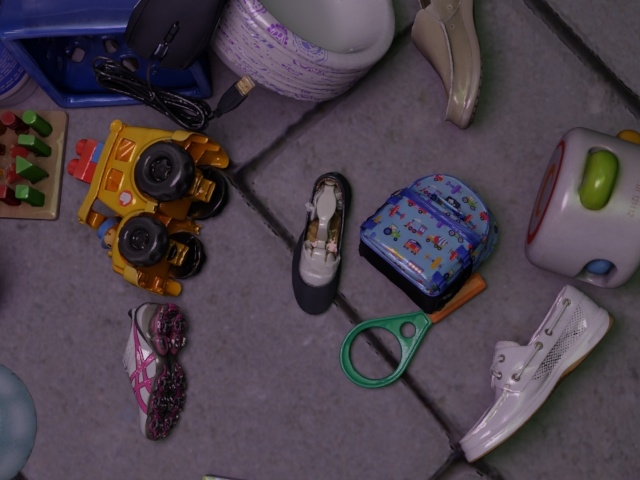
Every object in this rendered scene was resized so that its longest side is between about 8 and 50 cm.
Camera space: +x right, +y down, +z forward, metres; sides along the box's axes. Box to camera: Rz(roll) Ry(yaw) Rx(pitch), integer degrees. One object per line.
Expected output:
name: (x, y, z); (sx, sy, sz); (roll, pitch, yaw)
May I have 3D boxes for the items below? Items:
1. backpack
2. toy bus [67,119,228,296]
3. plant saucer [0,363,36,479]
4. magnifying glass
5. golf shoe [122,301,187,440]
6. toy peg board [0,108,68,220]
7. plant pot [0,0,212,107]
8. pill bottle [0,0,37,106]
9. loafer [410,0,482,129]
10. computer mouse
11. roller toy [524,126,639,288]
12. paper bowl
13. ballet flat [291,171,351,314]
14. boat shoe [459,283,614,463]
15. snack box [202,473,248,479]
backpack: (0.155, -0.013, 1.178); (0.173, 0.117, 0.158); (-43, 71, -13)
toy bus: (-0.258, -0.054, 1.203); (0.211, 0.149, 0.220); (16, 84, 18)
plant saucer: (-0.493, 0.259, 1.208); (0.194, 0.037, 0.195); (0, 82, 3)
magnifying glass: (0.128, 0.119, 1.212); (0.231, 0.026, 0.092); (-35, 81, -1)
golf shoe: (-0.232, 0.179, 1.203); (0.085, 0.067, 0.186); (-2, 82, 31)
toy peg board: (-0.456, -0.117, 1.245); (0.160, 0.079, 0.161); (3, 81, 3)
plant pot: (-0.281, -0.326, 1.199); (0.235, 0.236, 0.212); (-2, 75, 3)
pill bottle: (-0.475, -0.272, 1.172); (0.152, 0.272, 0.153); (0, 80, 2)
loafer: (0.175, -0.281, 1.240); (0.092, 0.102, 0.269); (-3, 71, 3)
computer mouse: (-0.148, -0.231, 1.045); (0.184, 0.262, 0.060); (27, 39, -24)
roller toy: (0.363, -0.041, 1.144); (0.146, 0.209, 0.191); (18, 117, 5)
paper bowl: (-0.050, -0.316, 1.186); (0.284, 0.148, 0.284); (21, 52, -29)
ballet flat: (0.000, 0.000, 1.212); (0.074, 0.074, 0.203); (10, 82, 4)
boat shoe: (0.266, 0.172, 1.164); (0.096, 0.098, 0.277); (43, 76, 8)
snack box: (-0.119, 0.392, 1.170); (0.100, 0.037, 0.141); (8, 81, 5)
